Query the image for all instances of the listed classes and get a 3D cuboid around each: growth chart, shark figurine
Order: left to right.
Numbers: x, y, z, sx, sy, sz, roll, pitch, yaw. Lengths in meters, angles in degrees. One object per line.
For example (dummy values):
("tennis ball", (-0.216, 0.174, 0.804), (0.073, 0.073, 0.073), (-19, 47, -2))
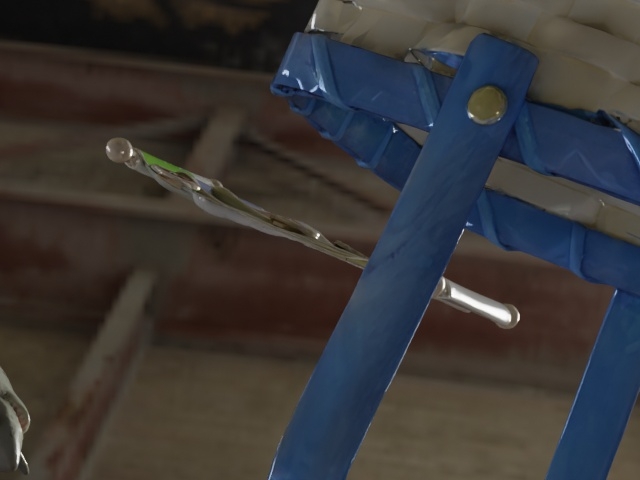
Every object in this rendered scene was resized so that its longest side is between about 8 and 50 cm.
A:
("shark figurine", (-0.266, 0.132, 1.348), (0.116, 0.166, 0.278), (-20, 160, -19))
("growth chart", (0.000, 0.000, 1.208), (0.237, 0.021, 0.172), (23, 180, 17))

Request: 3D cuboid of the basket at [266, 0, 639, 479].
("basket", (0.089, -0.002, 0.715), (0.201, 0.289, 0.255), (17, 170, 24))
